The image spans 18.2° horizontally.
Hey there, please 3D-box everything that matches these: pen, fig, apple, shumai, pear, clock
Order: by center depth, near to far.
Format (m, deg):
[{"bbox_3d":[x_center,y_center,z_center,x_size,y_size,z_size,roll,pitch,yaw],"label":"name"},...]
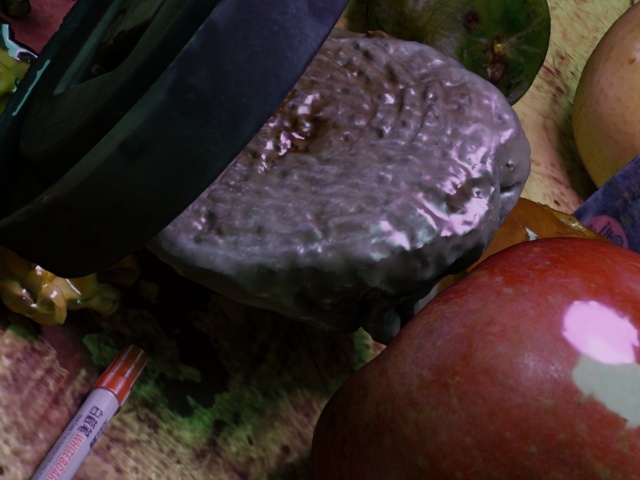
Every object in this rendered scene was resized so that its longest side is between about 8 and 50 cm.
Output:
[{"bbox_3d":[-0.103,-0.142,1.401,0.076,0.386,0.386,38,34,-21],"label":"clock"},{"bbox_3d":[-0.177,0.147,1.434,0.028,0.028,0.239,41,34,-7],"label":"pen"},{"bbox_3d":[0.171,0.160,1.516,0.277,0.348,0.348,49,33,7],"label":"apple"},{"bbox_3d":[0.000,0.000,1.621,0.309,0.263,0.304,32,59,29],"label":"shumai"},{"bbox_3d":[0.110,-0.243,2.082,0.203,0.203,0.235,4,12,-46],"label":"fig"},{"bbox_3d":[0.430,-0.128,2.158,0.309,0.309,0.309,29,37,-24],"label":"pear"}]

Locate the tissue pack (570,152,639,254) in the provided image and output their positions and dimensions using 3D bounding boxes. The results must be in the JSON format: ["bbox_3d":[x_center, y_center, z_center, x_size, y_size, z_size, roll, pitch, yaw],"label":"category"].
[{"bbox_3d":[0.377,0.066,1.945,0.315,0.228,0.103,53,33,9],"label":"tissue pack"}]

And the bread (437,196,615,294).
[{"bbox_3d":[0.206,0.080,1.815,0.270,0.148,0.270,28,37,-24],"label":"bread"}]

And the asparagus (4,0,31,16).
[{"bbox_3d":[-0.303,-0.297,1.771,0.024,0.025,0.248,-21,64,-9],"label":"asparagus"}]

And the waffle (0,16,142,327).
[{"bbox_3d":[-0.268,-0.071,1.539,0.312,0.060,0.307,25,40,-28],"label":"waffle"}]
